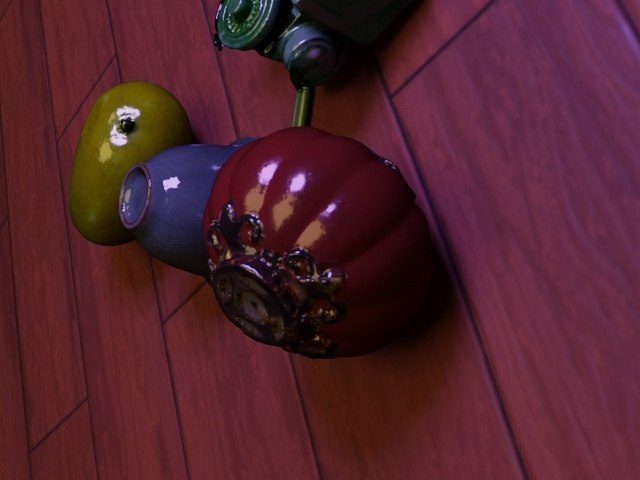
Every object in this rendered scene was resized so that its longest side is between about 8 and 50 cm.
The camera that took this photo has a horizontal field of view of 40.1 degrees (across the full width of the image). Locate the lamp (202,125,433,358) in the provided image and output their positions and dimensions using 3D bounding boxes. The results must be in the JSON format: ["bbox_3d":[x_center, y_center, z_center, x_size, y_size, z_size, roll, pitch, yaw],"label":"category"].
[{"bbox_3d":[0.000,0.000,0.810,0.227,0.227,0.227,-14,72,50],"label":"lamp"}]

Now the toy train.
[{"bbox_3d":[-0.024,-0.292,0.929,0.202,0.145,0.266,-44,50,24],"label":"toy train"}]

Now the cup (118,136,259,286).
[{"bbox_3d":[-0.158,-0.041,1.051,0.199,0.150,0.199,-15,70,50],"label":"cup"}]

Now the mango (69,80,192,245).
[{"bbox_3d":[-0.263,-0.090,1.189,0.185,0.149,0.273,-96,30,-47],"label":"mango"}]

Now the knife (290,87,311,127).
[{"bbox_3d":[-0.028,-0.154,1.019,0.054,0.015,0.212,4,86,52],"label":"knife"}]
